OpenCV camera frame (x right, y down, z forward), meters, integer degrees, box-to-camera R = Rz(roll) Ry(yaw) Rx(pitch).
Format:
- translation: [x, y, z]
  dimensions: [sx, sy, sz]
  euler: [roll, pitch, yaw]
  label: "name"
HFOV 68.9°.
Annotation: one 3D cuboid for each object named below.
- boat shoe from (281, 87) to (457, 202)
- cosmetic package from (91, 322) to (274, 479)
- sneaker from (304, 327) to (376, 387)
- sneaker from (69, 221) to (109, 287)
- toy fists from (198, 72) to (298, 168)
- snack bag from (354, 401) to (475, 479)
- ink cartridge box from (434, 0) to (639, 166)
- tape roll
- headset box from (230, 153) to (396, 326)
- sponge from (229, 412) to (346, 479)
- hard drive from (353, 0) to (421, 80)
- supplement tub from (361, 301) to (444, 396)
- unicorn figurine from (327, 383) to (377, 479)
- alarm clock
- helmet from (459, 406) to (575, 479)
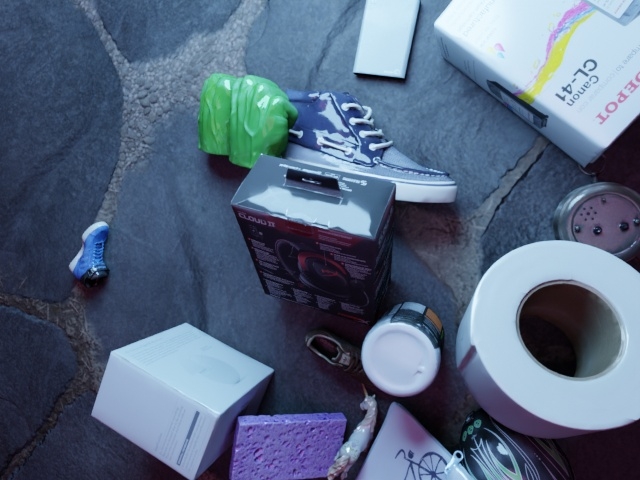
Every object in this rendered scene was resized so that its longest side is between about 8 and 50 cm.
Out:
- translation: [0.070, -0.165, 0.789]
  dimensions: [0.340, 0.127, 0.158]
  euler: [13, 104, 18]
  label: "boat shoe"
- translation: [-0.246, 0.282, 0.871]
  dimensions: [0.224, 0.224, 0.138]
  euler: [25, 100, 15]
  label: "cosmetic package"
- translation: [0.053, 0.222, 0.849]
  dimensions: [0.188, 0.071, 0.066]
  euler: [22, 93, 15]
  label: "sneaker"
- translation: [-0.486, 0.038, 1.017]
  dimensions: [0.084, 0.058, 0.152]
  euler: [44, 109, 16]
  label: "sneaker"
- translation: [-0.136, -0.217, 0.822]
  dimensions: [0.279, 0.096, 0.143]
  euler: [29, 120, 51]
  label: "toy fists"
- translation: [0.149, 0.472, 0.720]
  dimensions: [0.342, 0.037, 0.323]
  euler: [39, 110, 51]
  label: "snack bag"
- translation: [0.356, -0.296, 0.679]
  dimensions: [0.306, 0.131, 0.226]
  euler: [45, 103, 17]
  label: "ink cartridge box"
- translation: [0.326, 0.144, 0.660]
  dimensions: [0.245, 0.169, 0.246]
  euler: [-4, 64, 8]
  label: "tape roll"
- translation: [0.000, 0.000, 0.741]
  dimensions: [0.217, 0.293, 0.110]
  euler: [14, 57, 17]
  label: "headset box"
- translation: [-0.056, 0.378, 0.854]
  dimensions: [0.209, 0.031, 0.117]
  euler: [7, 97, -22]
  label: "sponge"
- translation: [0.116, -0.355, 0.820]
  dimensions: [0.094, 0.022, 0.135]
  euler: [13, 98, 16]
  label: "hard drive"
- translation: [0.140, 0.166, 0.758]
  dimensions: [0.116, 0.190, 0.117]
  euler: [1, 93, 18]
  label: "supplement tub"
- translation: [0.068, 0.356, 0.846]
  dimensions: [0.060, 0.162, 0.111]
  euler: [20, 126, 9]
  label: "unicorn figurine"
- translation: [0.432, -0.044, 0.722]
  dimensions: [0.129, 0.064, 0.192]
  euler: [-9, 88, 18]
  label: "alarm clock"
- translation: [0.302, 0.356, 0.726]
  dimensions: [0.169, 0.162, 0.170]
  euler: [0, 110, 0]
  label: "helmet"
